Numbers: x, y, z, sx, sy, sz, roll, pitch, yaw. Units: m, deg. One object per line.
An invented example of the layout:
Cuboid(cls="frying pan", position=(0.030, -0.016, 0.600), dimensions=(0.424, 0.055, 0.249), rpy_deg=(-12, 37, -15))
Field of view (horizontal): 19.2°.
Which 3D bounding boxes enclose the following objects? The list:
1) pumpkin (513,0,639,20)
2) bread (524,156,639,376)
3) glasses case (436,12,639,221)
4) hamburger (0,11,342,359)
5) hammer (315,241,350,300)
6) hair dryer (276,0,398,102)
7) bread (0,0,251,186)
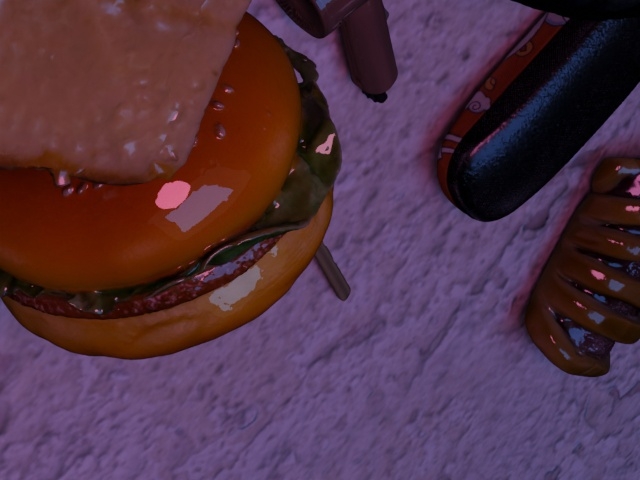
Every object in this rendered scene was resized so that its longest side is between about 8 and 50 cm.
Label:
Cuboid(cls="pumpkin", position=(0.176, -0.297, 1.229), dimensions=(0.315, 0.238, 0.315), rpy_deg=(-5, 101, -24))
Cuboid(cls="bread", position=(0.269, 0.019, 1.689), dimensions=(0.134, 0.081, 0.225), rpy_deg=(13, 110, -48))
Cuboid(cls="glasses case", position=(0.195, -0.128, 1.511), dimensions=(0.267, 0.067, 0.103), rpy_deg=(-48, 143, -8))
Cuboid(cls="hamburger", position=(-0.111, -0.058, 1.126), dimensions=(0.246, 0.246, 0.170), rpy_deg=(-40, 138, -16))
Cuboid(cls="hammer", position=(0.000, 0.000, 1.426), dimensions=(0.028, 0.060, 0.195), rpy_deg=(-46, 146, -10))
Cuboid(cls="hair dryer", position=(0.031, -0.162, 1.333), dimensions=(0.117, 0.064, 0.182), rpy_deg=(-41, 148, -17))
Cuboid(cls="bread", position=(-0.204, -0.173, 0.905), dimensions=(0.279, 0.279, 0.207), rpy_deg=(6, 116, -50))
